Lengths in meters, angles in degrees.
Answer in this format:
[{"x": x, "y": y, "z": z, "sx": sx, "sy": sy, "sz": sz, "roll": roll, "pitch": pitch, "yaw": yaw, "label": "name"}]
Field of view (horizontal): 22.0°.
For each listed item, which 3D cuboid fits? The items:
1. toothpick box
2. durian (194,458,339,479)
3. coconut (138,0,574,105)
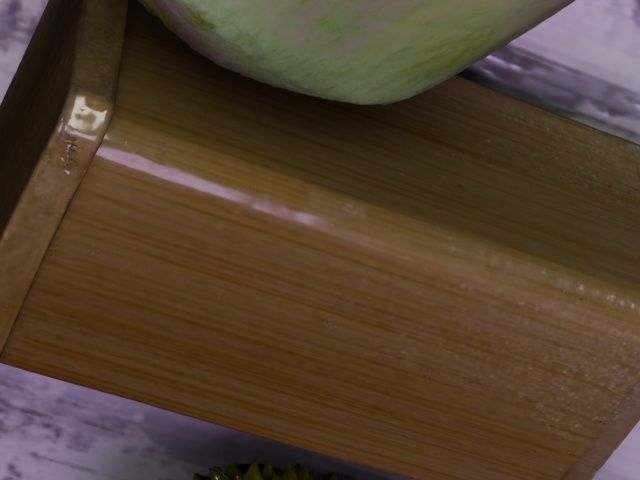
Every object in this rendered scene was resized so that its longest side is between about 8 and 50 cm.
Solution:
[{"x": 0.000, "y": 0.000, "z": 0.774, "sx": 0.308, "sy": 0.187, "sz": 0.190, "roll": 19, "pitch": 126, "yaw": -17, "label": "toothpick box"}, {"x": -0.027, "y": 0.257, "z": 0.942, "sx": 0.291, "sy": 0.225, "sz": 0.291, "roll": -3, "pitch": 130, "yaw": -3, "label": "durian"}, {"x": 0.019, "y": -0.168, "z": 0.622, "sx": 0.235, "sy": 0.204, "sz": 0.236, "roll": 8, "pitch": 103, "yaw": 39, "label": "coconut"}]
